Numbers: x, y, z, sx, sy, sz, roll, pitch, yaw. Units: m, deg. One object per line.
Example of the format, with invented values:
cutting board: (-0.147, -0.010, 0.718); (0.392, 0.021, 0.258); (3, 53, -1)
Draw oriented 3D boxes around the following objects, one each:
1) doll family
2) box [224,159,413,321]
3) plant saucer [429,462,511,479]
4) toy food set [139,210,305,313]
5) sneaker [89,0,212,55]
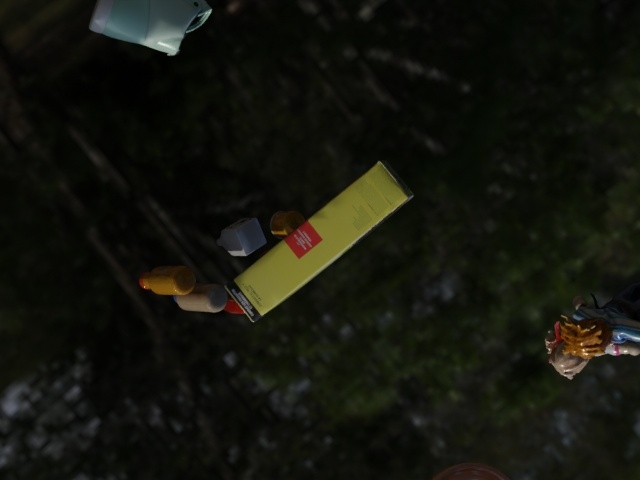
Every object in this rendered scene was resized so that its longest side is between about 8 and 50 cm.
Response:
doll family: (0.309, 0.075, 1.574); (0.163, 0.118, 0.263); (-28, -153, -35)
box: (0.000, 0.000, 1.987); (0.232, 0.058, 0.087); (-38, 177, 9)
plant saucer: (0.195, 0.393, 2.254); (0.200, 0.200, 0.037); (-46, -166, -31)
toy food set: (-0.129, 0.038, 2.379); (0.232, 0.111, 0.104); (-33, -162, -31)
sneaker: (-0.219, -0.369, 2.407); (0.094, 0.151, 0.256); (131, -22, -58)
